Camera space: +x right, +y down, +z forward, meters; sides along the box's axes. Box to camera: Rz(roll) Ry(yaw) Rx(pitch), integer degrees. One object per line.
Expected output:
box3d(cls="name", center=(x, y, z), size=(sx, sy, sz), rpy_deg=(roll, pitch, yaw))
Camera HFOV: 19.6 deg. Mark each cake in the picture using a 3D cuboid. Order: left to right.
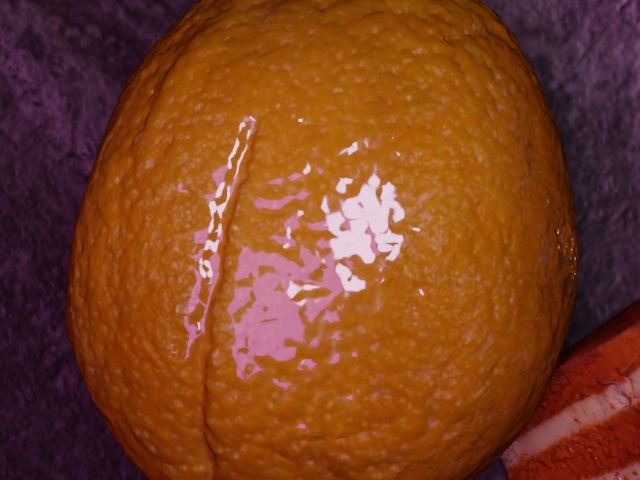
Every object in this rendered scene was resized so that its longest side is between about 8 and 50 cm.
box3d(cls="cake", center=(0.206, 0.129, 1.151), size=(0.262, 0.160, 0.158), rpy_deg=(-39, 83, 27))

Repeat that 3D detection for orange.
box3d(cls="orange", center=(0.000, 0.000, 1.150), size=(0.322, 0.322, 0.357), rpy_deg=(8, 94, 25))
